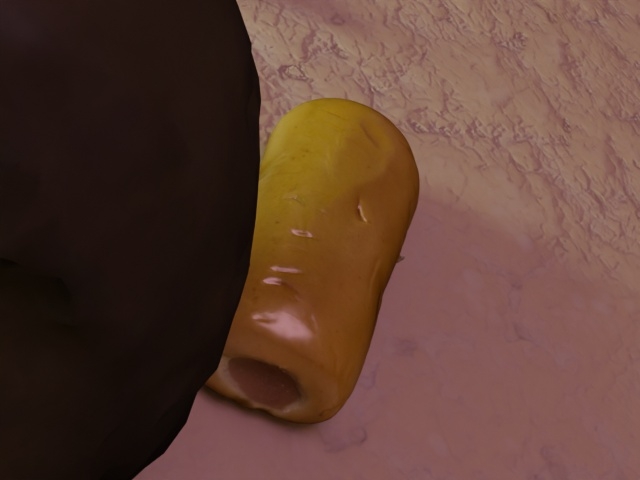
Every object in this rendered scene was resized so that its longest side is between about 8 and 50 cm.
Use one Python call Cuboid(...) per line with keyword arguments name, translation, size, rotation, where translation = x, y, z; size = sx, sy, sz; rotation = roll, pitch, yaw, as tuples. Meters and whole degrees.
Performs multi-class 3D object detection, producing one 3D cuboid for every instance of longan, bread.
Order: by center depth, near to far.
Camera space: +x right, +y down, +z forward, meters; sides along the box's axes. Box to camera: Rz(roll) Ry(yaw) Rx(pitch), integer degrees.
Cuboid(name="longan", translation=(-0.229, -0.046, 0.434), size=(0.436, 0.404, 0.404), rotation=(30, 45, -15))
Cuboid(name="bread", translation=(0.000, 0.000, 0.778), size=(0.142, 0.091, 0.305), rotation=(27, 45, -7))
